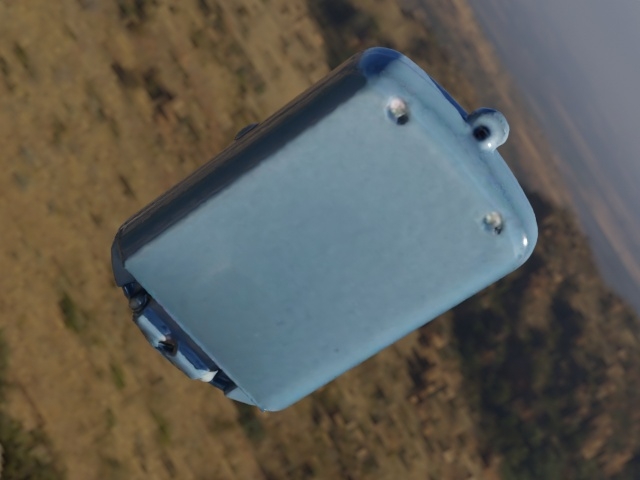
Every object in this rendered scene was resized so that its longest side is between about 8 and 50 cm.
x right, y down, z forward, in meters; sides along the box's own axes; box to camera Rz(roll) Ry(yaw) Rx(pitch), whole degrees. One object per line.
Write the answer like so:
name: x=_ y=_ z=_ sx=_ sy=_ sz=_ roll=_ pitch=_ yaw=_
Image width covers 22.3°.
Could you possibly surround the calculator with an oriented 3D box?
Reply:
calculator: x=0.000 y=0.000 z=0.731 sx=0.121 sy=0.210 sz=0.039 roll=47 pitch=29 yaw=-16
